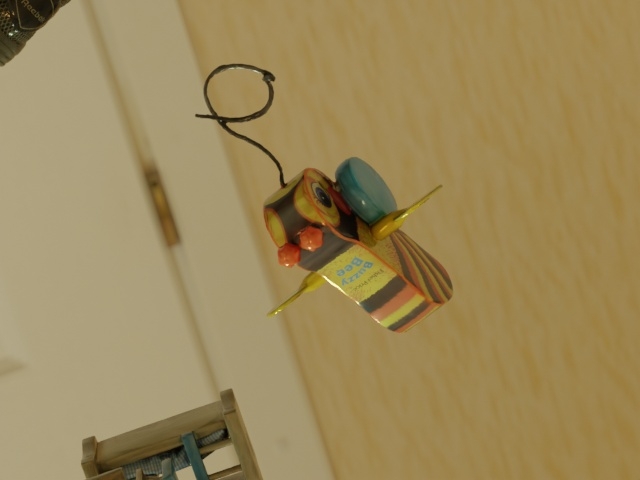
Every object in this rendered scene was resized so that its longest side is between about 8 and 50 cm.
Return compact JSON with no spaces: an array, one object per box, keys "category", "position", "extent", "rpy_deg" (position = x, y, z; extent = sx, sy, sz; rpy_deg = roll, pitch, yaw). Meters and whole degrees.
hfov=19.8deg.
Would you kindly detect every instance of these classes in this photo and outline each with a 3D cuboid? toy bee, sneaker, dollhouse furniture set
[{"category":"toy bee","position":[0.000,0.000,1.654],"extent":[0.195,0.298,0.162],"rpy_deg":[-59,-166,29]},{"category":"sneaker","position":[-0.248,-0.244,1.462],"extent":[0.130,0.087,0.227],"rpy_deg":[-37,-137,6]},{"category":"dollhouse furniture set","position":[-0.103,0.217,1.397],"extent":[0.129,0.129,0.183],"rpy_deg":[-19,-167,-2]}]
